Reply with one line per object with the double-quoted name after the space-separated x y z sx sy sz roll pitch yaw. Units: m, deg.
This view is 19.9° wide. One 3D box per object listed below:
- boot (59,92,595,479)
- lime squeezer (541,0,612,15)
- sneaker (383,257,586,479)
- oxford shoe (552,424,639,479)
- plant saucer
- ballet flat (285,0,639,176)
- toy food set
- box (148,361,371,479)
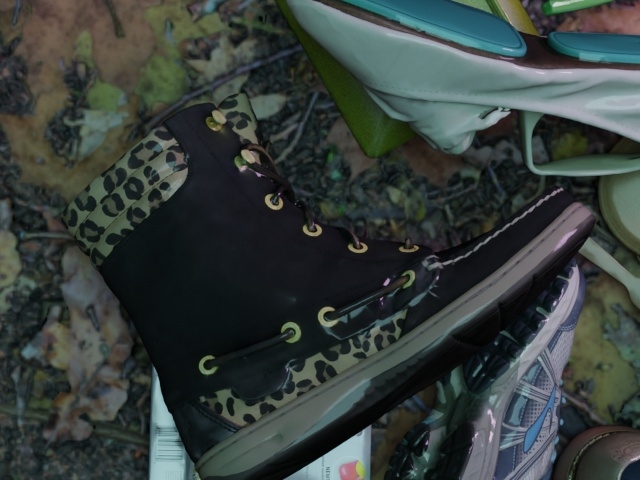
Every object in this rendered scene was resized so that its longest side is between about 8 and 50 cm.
0.000 0.000 1.466 0.377 0.138 0.284 -35 75 -1 "boot"
0.297 -0.268 1.554 0.110 0.059 0.310 53 59 -33 "lime squeezer"
0.153 0.142 1.537 0.122 0.110 0.283 42 69 -36 "sneaker"
0.396 0.257 1.521 0.397 0.146 0.140 14 83 -6 "oxford shoe"
0.078 -0.195 1.559 0.188 0.045 0.188 -30 91 -6 "plant saucer"
0.159 -0.121 1.491 0.400 0.139 0.139 9 86 -11 "ballet flat"
0.306 -0.039 1.586 0.132 0.038 0.192 40 89 4 "toy food set"
-0.051 0.147 1.532 0.186 0.038 0.145 1 87 -5 "box"
